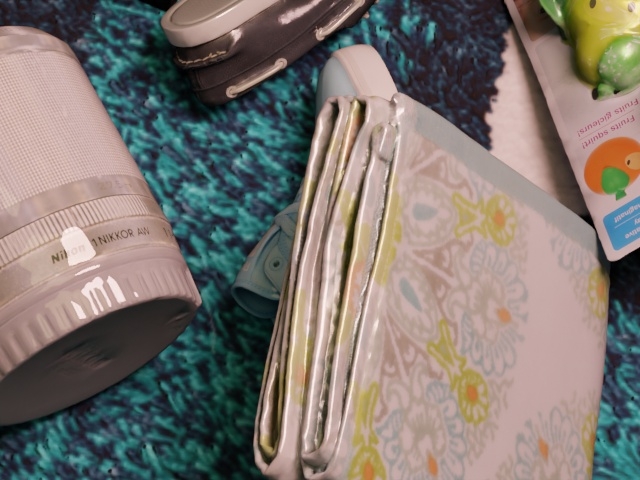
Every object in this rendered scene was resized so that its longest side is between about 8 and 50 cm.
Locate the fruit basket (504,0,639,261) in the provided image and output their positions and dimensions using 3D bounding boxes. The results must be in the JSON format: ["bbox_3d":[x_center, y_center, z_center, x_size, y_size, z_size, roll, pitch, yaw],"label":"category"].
[{"bbox_3d":[0.329,-0.195,1.627,0.327,0.165,0.353,-30,44,19],"label":"fruit basket"}]

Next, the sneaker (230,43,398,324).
[{"bbox_3d":[0.000,0.000,1.598,0.150,0.135,0.366,1,68,-12],"label":"sneaker"}]

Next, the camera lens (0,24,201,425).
[{"bbox_3d":[-0.249,-0.017,1.527,0.219,0.219,0.274,-26,73,-16],"label":"camera lens"}]

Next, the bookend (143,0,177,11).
[{"bbox_3d":[-0.185,-0.295,1.682,0.157,0.156,0.072,23,67,3],"label":"bookend"}]

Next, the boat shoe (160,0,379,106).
[{"bbox_3d":[-0.005,-0.226,1.716,0.302,0.091,0.114,-30,31,-16],"label":"boat shoe"}]

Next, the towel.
[{"bbox_3d":[0.104,0.090,1.497,0.374,0.090,0.320,31,62,-43],"label":"towel"}]
